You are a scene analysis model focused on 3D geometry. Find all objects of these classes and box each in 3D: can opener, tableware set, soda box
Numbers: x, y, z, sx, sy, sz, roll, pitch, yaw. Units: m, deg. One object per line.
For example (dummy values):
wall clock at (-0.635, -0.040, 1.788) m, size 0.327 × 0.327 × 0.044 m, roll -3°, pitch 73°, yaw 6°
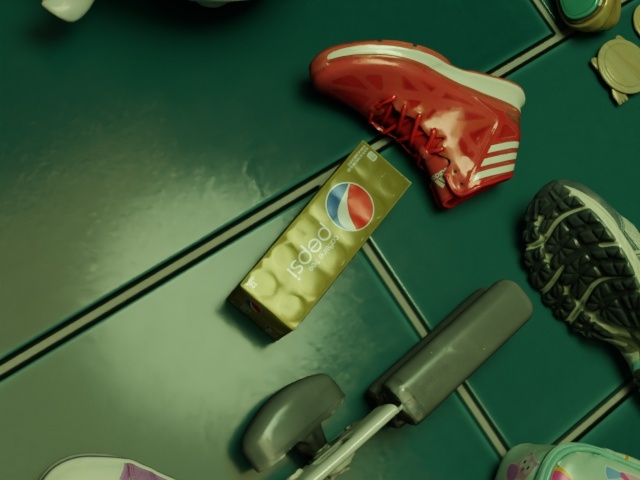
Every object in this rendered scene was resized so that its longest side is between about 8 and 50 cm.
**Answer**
can opener at (0.059, 0.112, 0.777) m, size 0.283 × 0.076 × 0.095 m, roll -38°, pitch 89°, yaw -24°
tableware set at (0.383, -0.194, 0.997) m, size 0.141 × 0.020 × 0.168 m, roll 41°, pitch 68°, yaw -1°
soda box at (0.000, 0.000, 0.798) m, size 0.061 × 0.058 × 0.181 m, roll 41°, pitch 67°, yaw -4°

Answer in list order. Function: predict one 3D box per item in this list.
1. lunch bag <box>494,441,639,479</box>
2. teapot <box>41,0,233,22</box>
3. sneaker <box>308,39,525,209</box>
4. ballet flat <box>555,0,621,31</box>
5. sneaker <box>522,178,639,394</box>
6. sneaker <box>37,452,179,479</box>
lunch bag at (0.269, 0.311, 0.770) m, size 0.279 × 0.108 × 0.224 m, roll 24°, pitch 69°, yaw -10°
teapot at (-0.086, -0.295, 0.793) m, size 0.256 × 0.187 × 0.252 m, roll 10°, pitch 44°, yaw 2°
sneaker at (0.094, -0.103, 0.844) m, size 0.221 × 0.087 × 0.128 m, roll 8°, pitch 71°, yaw -14°
ballet flat at (0.277, -0.331, 0.985) m, size 0.073 × 0.080 × 0.232 m, roll 5°, pitch 74°, yaw -46°
sneaker at (0.310, 0.050, 0.876) m, size 0.283 × 0.110 × 0.122 m, roll 51°, pitch 49°, yaw -2°
sneaker at (-0.082, 0.243, 0.650) m, size 0.282 × 0.161 × 0.102 m, roll 34°, pitch 69°, yaw -5°
